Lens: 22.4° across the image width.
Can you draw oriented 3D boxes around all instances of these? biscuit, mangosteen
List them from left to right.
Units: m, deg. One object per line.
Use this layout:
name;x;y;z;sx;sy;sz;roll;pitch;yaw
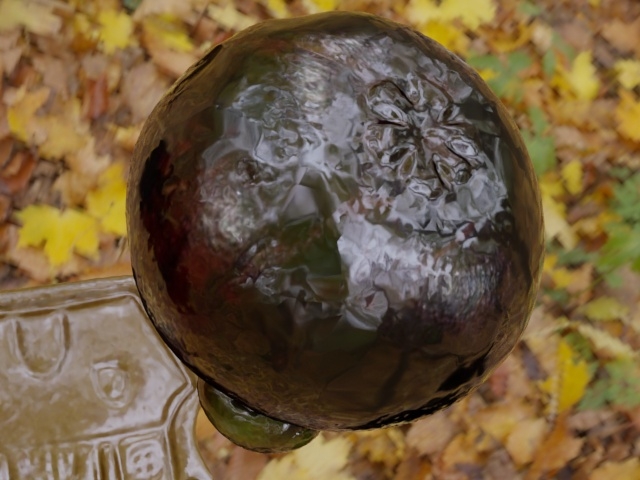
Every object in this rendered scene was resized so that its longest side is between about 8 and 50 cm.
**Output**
biscuit;-0.147;0.130;0.888;0.182;0.034;0.215;-7;81;-9
mangosteen;0.000;0.000;0.553;0.152;0.152;0.152;7;67;-16
